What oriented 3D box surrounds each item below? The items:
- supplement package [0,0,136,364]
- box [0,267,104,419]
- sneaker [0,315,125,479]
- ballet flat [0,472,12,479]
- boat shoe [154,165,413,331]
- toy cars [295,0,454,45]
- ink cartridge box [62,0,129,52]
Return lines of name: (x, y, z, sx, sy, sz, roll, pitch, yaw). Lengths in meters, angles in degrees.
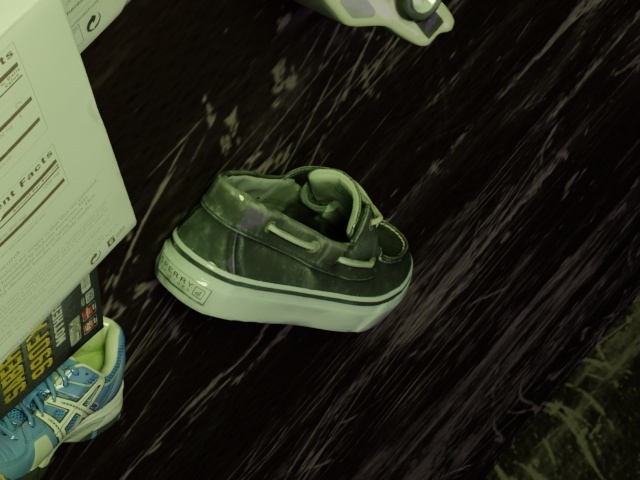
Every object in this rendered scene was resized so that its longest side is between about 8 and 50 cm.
supplement package: (-0.208, -0.057, 1.006, 0.134, 0.139, 0.244, -48, 158, -18)
box: (-0.230, 0.041, 1.235, 0.183, 0.056, 0.231, -44, 157, -27)
sneaker: (-0.213, 0.119, 1.385, 0.211, 0.080, 0.081, -40, 151, -57)
ballet flat: (-0.244, 0.194, 1.149, 0.483, 0.164, 0.182, 49, 39, -53)
boat shoe: (0.000, 0.000, 1.577, 0.119, 0.121, 0.335, -56, 158, 19)
toy cars: (0.000, -0.202, 1.140, 0.087, 0.176, 0.394, -50, 173, -8)
ink cartridge box: (-0.137, -0.227, 0.998, 0.186, 0.065, 0.311, -48, 162, -19)
